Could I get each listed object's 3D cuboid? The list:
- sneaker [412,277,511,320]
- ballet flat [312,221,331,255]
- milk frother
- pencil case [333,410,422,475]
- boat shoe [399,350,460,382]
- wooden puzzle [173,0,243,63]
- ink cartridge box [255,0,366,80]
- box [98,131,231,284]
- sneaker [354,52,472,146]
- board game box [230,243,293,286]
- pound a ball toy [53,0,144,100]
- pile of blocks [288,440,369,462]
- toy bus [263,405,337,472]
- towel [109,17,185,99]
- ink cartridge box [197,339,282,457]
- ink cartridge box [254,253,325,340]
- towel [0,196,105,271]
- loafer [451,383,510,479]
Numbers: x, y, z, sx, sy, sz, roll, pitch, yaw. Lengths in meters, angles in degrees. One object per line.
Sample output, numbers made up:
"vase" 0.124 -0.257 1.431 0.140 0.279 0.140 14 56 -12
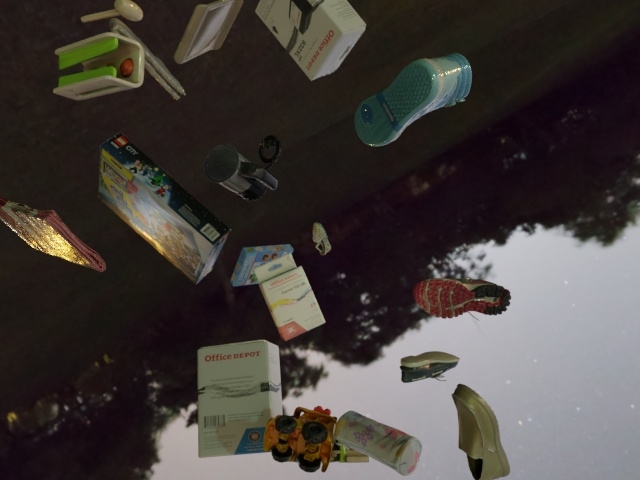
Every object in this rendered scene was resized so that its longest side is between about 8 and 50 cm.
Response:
"sneaker" 0.417 0.170 1.694 0.298 0.121 0.112 7 -169 -14
"ballet flat" 0.000 0.000 2.065 0.052 0.057 0.168 -48 143 -17
"milk frother" -0.158 -0.173 1.198 0.129 0.143 0.134 -8 164 20
"pencil case" 0.170 0.612 1.704 0.273 0.114 0.124 9 -167 41
"boat shoe" 0.359 0.416 1.830 0.254 0.079 0.095 1 -174 -42
"wooden puzzle" -0.367 -0.690 1.814 0.221 0.044 0.239 -49 179 38
"ink cartridge box" -0.036 -0.706 1.781 0.129 0.307 0.223 -35 174 -39
"box" -0.262 -0.046 0.917 0.044 0.233 0.159 -48 178 -33
"sneaker" 0.232 -0.332 1.338 0.208 0.127 0.319 -24 180 -32
"board game box" -0.216 0.091 2.077 0.211 0.039 0.160 -3 129 -40
"pound a ball toy" -0.588 -0.510 1.538 0.319 0.208 0.135 0 178 35
"pile of blocks" 0.004 0.755 2.061 0.361 0.113 0.149 -7 160 15
"toy bus" -0.051 0.613 1.823 0.220 0.150 0.211 13 -156 11
"towel" -0.530 -0.559 1.722 0.049 0.282 0.187 -43 -147 2
"ink cartridge box" -0.299 0.593 2.105 0.285 0.395 0.166 -8 161 11
"ink cartridge box" -0.082 0.141 1.430 0.115 0.198 0.067 -24 180 -13
"towel" -0.767 -0.021 1.556 0.328 0.237 0.037 12 -123 32
"loafer" 0.374 0.471 1.345 0.092 0.269 0.102 -28 -169 -17
